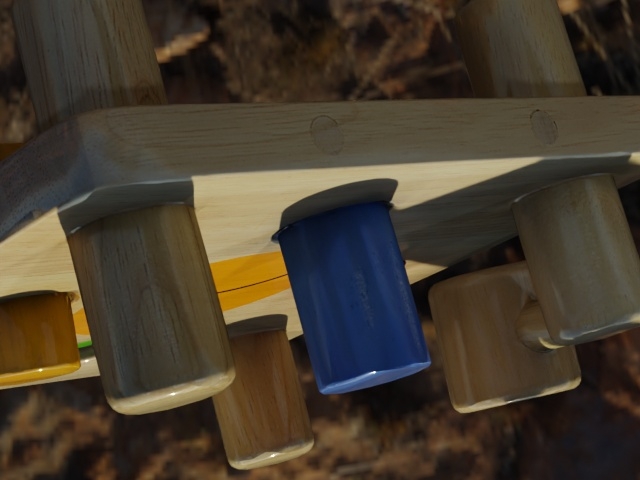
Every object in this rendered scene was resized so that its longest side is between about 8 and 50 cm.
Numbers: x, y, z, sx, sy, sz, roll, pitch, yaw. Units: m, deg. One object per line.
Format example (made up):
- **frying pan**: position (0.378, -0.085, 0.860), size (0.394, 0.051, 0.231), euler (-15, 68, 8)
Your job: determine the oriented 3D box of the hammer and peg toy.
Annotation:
- **hammer and peg toy**: position (0.000, 0.000, 0.661), size (0.361, 0.127, 0.266), euler (-5, 165, -41)
